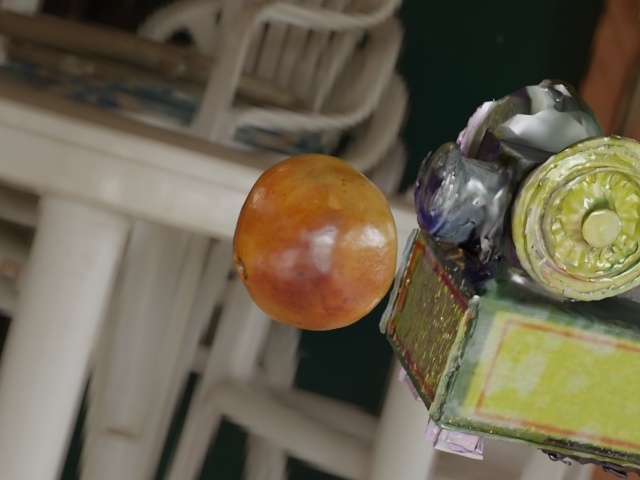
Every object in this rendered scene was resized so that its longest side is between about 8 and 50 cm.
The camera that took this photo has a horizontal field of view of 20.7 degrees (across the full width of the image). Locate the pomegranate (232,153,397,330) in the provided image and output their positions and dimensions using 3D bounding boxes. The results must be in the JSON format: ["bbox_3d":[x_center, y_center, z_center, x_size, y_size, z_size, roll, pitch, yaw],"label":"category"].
[{"bbox_3d":[-0.005,0.002,2.070,0.209,0.209,0.209,16,3,-1],"label":"pomegranate"}]

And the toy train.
[{"bbox_3d":[0.161,0.026,0.911,0.261,0.177,0.134,12,17,-15],"label":"toy train"}]
